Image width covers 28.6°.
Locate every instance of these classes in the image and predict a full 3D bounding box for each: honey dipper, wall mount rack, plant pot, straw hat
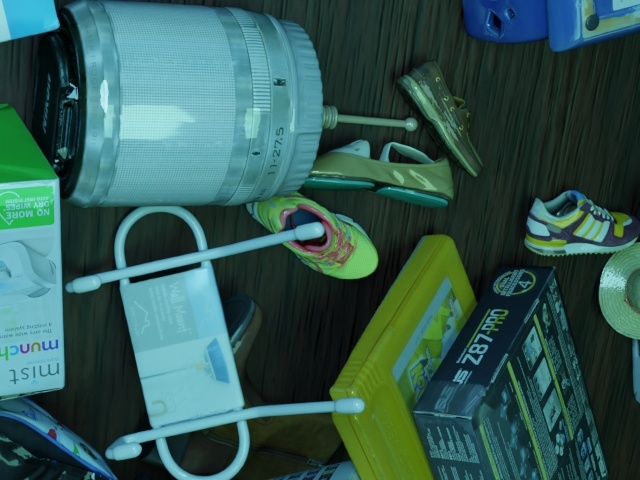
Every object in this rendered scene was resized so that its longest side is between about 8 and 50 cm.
[{"bbox_3d":[0.053,-0.152,1.571,0.161,0.030,0.030,0,111,-28],"label":"honey dipper"},{"bbox_3d":[-0.119,0.116,1.451,0.304,0.130,0.350,-13,92,2],"label":"wall mount rack"},{"bbox_3d":[0.316,-0.356,1.498,0.236,0.212,0.236,-17,118,-19],"label":"plant pot"},{"bbox_3d":[0.477,0.076,1.819,0.144,0.061,0.144,0,92,-7],"label":"straw hat"}]

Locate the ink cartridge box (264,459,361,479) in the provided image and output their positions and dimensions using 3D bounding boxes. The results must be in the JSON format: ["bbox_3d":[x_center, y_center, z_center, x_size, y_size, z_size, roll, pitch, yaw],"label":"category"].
[{"bbox_3d":[-0.085,0.381,1.583,0.309,0.272,0.130,-15,92,10],"label":"ink cartridge box"}]

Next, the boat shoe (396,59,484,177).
[{"bbox_3d":[0.166,-0.154,1.602,0.060,0.064,0.178,-40,120,-3],"label":"boat shoe"}]

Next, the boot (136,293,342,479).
[{"bbox_3d":[-0.064,0.217,1.637,0.280,0.096,0.264,22,99,-33],"label":"boot"}]

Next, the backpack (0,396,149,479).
[{"bbox_3d":[-0.388,0.285,1.446,0.276,0.213,0.263,-46,130,-10],"label":"backpack"}]

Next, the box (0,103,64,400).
[{"bbox_3d":[-0.351,0.005,1.309,0.127,0.262,0.231,-6,115,-22],"label":"box"}]

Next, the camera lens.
[{"bbox_3d":[-0.161,-0.146,1.358,0.274,0.219,0.219,-2,112,-25],"label":"camera lens"}]

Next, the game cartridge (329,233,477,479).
[{"bbox_3d":[0.137,0.199,1.643,0.323,0.053,0.285,-57,134,-42],"label":"game cartridge"}]

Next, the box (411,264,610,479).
[{"bbox_3d":[0.277,0.281,1.729,0.318,0.097,0.395,-53,133,-43],"label":"box"}]

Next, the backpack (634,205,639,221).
[{"bbox_3d":[0.673,-0.105,1.773,0.290,0.273,0.355,36,79,-13],"label":"backpack"}]

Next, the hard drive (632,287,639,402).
[{"bbox_3d":[0.624,0.122,1.953,0.308,0.040,0.203,-17,118,-18],"label":"hard drive"}]

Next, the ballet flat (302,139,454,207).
[{"bbox_3d":[0.067,-0.091,1.590,0.232,0.080,0.073,8,80,-31],"label":"ballet flat"}]

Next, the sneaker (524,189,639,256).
[{"bbox_3d":[0.374,-0.030,1.752,0.185,0.069,0.084,-8,120,-23],"label":"sneaker"}]

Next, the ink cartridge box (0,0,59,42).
[{"bbox_3d":[-0.400,-0.275,1.216,0.233,0.171,0.168,-17,118,-19],"label":"ink cartridge box"}]

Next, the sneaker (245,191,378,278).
[{"bbox_3d":[0.000,0.000,1.572,0.208,0.094,0.081,30,95,-34],"label":"sneaker"}]
